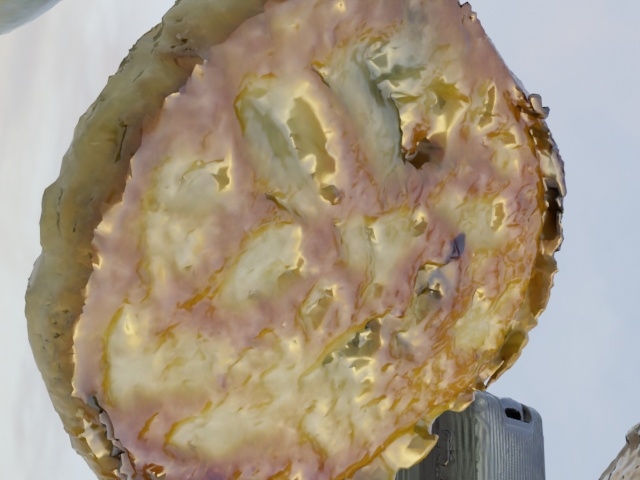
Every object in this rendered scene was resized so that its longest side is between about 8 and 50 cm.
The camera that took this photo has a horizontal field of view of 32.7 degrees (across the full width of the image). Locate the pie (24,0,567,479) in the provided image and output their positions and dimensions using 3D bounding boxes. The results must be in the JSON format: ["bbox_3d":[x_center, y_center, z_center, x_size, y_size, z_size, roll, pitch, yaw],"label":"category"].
[{"bbox_3d":[0.000,0.000,0.544,0.092,0.315,0.315,32,-63,46],"label":"pie"}]

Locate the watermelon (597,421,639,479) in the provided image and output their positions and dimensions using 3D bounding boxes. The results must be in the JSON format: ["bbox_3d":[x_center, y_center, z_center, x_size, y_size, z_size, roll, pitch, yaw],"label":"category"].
[{"bbox_3d":[0.197,0.315,0.748,0.302,0.151,0.264,-53,-178,17],"label":"watermelon"}]

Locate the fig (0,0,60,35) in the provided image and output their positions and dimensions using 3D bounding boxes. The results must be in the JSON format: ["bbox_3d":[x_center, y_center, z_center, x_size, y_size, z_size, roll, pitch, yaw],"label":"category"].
[{"bbox_3d":[-0.210,-0.211,0.669,0.181,0.181,0.191,-111,-148,-42],"label":"fig"}]

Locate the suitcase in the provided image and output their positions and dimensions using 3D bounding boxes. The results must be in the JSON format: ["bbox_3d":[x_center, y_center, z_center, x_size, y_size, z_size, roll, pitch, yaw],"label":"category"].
[{"bbox_3d":[0.157,0.317,1.165,0.128,0.202,0.312,-7,-107,31],"label":"suitcase"}]
